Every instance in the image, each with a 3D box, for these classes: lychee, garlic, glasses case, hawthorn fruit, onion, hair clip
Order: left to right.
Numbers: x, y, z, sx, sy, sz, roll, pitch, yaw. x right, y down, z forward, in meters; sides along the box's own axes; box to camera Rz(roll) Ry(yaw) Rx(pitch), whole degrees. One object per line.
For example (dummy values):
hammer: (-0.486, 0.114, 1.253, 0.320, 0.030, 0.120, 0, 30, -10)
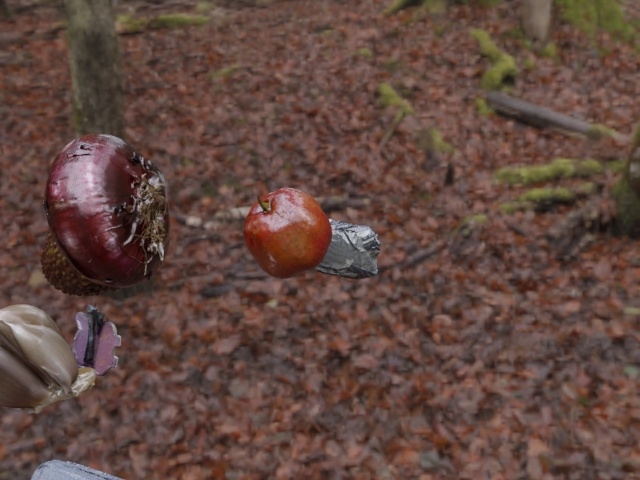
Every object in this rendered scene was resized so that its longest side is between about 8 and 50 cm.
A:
garlic: (-0.627, 0.248, 1.687, 0.210, 0.292, 0.237, -52, 21, -20)
lychee: (-0.579, 0.035, 2.037, 0.271, 0.236, 0.236, -36, 2, 29)
hair clip: (-0.558, 0.248, 2.004, 0.146, 0.187, 0.056, 8, 9, 23)
glasses case: (-0.350, 0.433, 1.299, 0.282, 0.109, 0.067, 11, 2, 20)
onion: (-0.424, -0.058, 1.584, 0.232, 0.314, 0.314, -10, 16, 13)
hawthorn fruit: (-0.077, -0.024, 1.628, 0.179, 0.200, 0.179, -22, 46, 26)

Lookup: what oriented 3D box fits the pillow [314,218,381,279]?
pillow: (0.000, 0.000, 2.112, 0.335, 0.162, 0.092, 18, 22, 22)
